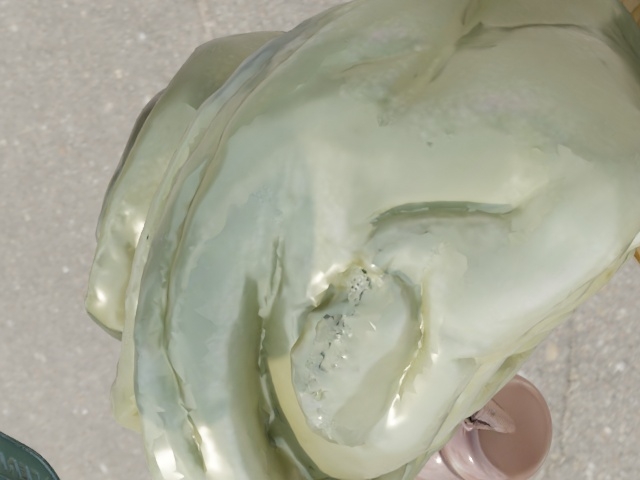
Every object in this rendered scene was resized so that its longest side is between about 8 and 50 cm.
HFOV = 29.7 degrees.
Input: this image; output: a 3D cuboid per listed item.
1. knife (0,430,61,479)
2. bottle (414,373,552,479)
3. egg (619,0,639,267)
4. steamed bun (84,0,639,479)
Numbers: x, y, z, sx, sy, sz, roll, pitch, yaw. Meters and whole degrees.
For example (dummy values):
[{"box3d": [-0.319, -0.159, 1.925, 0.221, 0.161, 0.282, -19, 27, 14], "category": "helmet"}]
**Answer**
[{"box3d": [-0.191, 0.088, 0.591, 0.015, 0.210, 0.028, -28, 49, 15], "category": "knife"}, {"box3d": [0.143, 0.230, 1.512, 0.206, 0.173, 0.297, 35, 159, -21], "category": "bottle"}, {"box3d": [0.333, -0.061, 0.748, 0.374, 0.301, 0.301, 51, 127, 14], "category": "egg"}, {"box3d": [0.000, 0.000, 0.624, 0.237, 0.346, 0.394, 41, 153, 8], "category": "steamed bun"}]
